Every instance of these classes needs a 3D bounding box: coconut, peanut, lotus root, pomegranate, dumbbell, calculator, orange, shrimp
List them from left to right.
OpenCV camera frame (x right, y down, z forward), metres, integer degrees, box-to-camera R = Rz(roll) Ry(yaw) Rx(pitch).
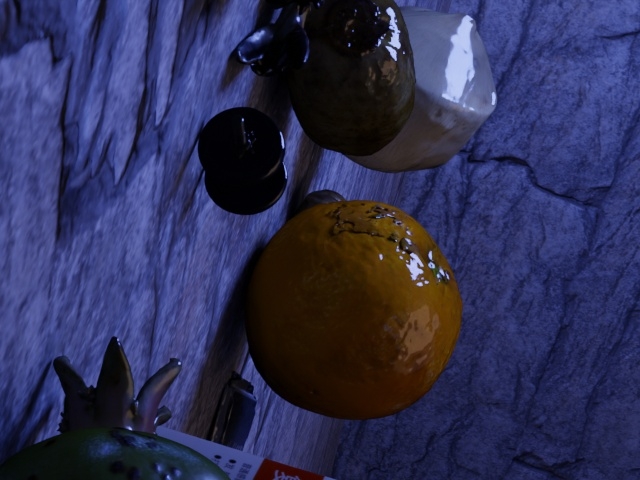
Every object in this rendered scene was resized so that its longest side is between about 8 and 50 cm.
[{"bbox_3d":[-0.124,0.169,0.762,0.181,0.182,0.224,100,-9,-45],"label":"pomegranate"},{"bbox_3d":[-0.130,0.295,1.529,0.165,0.028,0.274,64,42,-75],"label":"calculator"},{"bbox_3d":[-0.061,-0.063,1.024,0.147,0.069,0.069,89,20,-67],"label":"dumbbell"},{"bbox_3d":[-0.022,-0.211,1.029,0.289,0.075,0.178,-85,-172,-52],"label":"shrimp"},{"bbox_3d":[0.000,0.000,1.595,0.174,0.080,0.080,100,10,-49],"label":"peanut"},{"bbox_3d":[0.034,0.077,1.415,0.246,0.246,0.246,17,90,-83],"label":"orange"},{"bbox_3d":[0.031,-0.162,1.267,0.260,0.129,0.145,82,16,-77],"label":"lotus root"},{"bbox_3d":[0.110,-0.189,1.545,0.224,0.224,0.224,17,90,-83],"label":"coconut"}]

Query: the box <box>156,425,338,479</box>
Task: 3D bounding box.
[{"bbox_3d":[-0.096,0.279,0.998,0.353,0.214,0.069,-59,163,-63],"label":"box"}]
